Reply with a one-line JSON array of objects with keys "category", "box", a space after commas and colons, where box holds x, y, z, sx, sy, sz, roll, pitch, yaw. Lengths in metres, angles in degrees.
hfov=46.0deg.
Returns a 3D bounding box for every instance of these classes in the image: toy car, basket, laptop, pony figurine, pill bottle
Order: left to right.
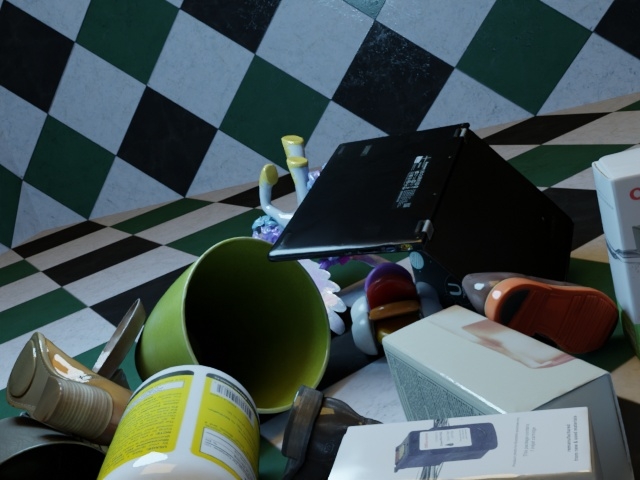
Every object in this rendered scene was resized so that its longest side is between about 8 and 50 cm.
[{"category": "basket", "box": [-0.417, 0.337, 1.066, 0.204, 0.154, 0.227, -16, 10, -31]}, {"category": "pill bottle", "box": [-0.166, 0.294, 0.875, 0.188, 0.188, 0.334, -16, 15, 1]}, {"category": "pony figurine", "box": [0.000, 0.000, 1.549, 0.303, 0.363, 0.351, -19, 30, -35]}, {"category": "toy car", "box": [0.126, 0.107, 1.312, 0.159, 0.136, 0.182, -15, 16, 6]}, {"category": "laptop", "box": [0.190, -0.007, 1.283, 0.408, 0.236, 0.382, -5, 32, 26]}]

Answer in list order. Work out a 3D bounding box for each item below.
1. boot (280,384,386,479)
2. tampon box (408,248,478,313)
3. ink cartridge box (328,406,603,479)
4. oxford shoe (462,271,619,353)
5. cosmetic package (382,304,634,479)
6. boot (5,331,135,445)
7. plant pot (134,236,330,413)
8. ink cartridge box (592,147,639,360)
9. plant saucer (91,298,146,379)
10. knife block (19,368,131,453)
[{"category": "boot", "box": [0.074, 0.263, 0.862, 0.229, 0.263, 0.091, 15, 59, 9]}, {"category": "tampon box", "box": [0.261, 0.055, 1.383, 0.101, 0.120, 0.161, -28, 19, -38]}, {"category": "ink cartridge box", "box": [0.144, 0.261, 0.705, 0.237, 0.172, 0.100, -10, 19, 21]}, {"category": "oxford shoe", "box": [0.316, 0.089, 1.062, 0.271, 0.097, 0.098, 18, 11, -33]}, {"category": "cosmetic package", "box": [0.209, 0.196, 0.904, 0.129, 0.153, 0.296, -22, 18, -17]}, {"category": "boot", "box": [-0.339, 0.236, 1.146, 0.283, 0.220, 0.109, 9, 73, 52]}, {"category": "plant pot", "box": [-0.180, 0.170, 1.255, 0.293, 0.274, 0.275, -27, 4, 46]}, {"category": "ink cartridge box", "box": [0.502, 0.007, 1.027, 0.198, 0.273, 0.115, -13, 16, 13]}, {"category": "plant saucer", "box": [-0.342, 0.178, 1.279, 0.168, 0.029, 0.168, -52, 13, 18]}, {"category": "knife block", "box": [-0.455, 0.309, 1.299, 0.242, 0.088, 0.275, -14, 16, 10]}]
